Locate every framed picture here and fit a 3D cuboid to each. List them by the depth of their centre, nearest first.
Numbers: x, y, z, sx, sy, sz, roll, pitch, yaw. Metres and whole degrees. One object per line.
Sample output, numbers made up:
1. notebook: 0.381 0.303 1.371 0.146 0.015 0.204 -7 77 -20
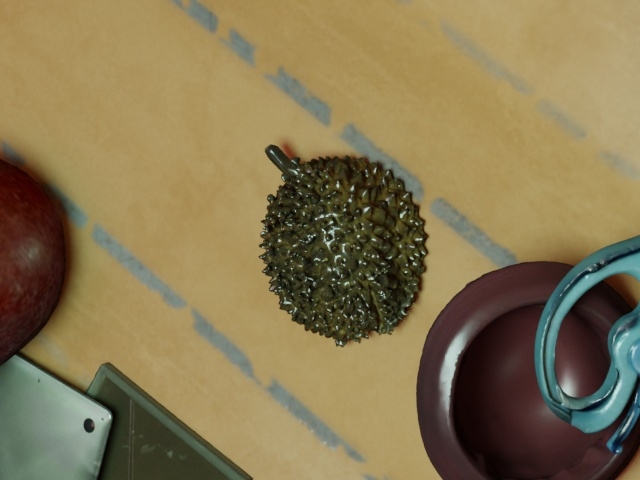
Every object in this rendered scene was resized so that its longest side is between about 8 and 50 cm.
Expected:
1. framed picture: -0.184 0.262 1.787 0.184 0.016 0.250 36 111 22

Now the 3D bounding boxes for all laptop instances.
1. laptop: -0.290 0.244 1.829 0.187 0.015 0.269 26 107 33

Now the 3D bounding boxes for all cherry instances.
1. cherry: -0.352 0.027 1.731 0.239 0.239 0.206 -25 76 29

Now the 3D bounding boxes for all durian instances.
1. durian: 0.000 0.000 1.608 0.148 0.091 0.188 -37 76 28

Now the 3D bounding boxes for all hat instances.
1. hat: 0.162 0.114 1.514 0.205 0.089 0.205 -2 99 -12

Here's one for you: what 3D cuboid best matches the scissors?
1. scissors: 0.289 -0.023 1.445 0.180 0.032 0.393 19 100 -13
